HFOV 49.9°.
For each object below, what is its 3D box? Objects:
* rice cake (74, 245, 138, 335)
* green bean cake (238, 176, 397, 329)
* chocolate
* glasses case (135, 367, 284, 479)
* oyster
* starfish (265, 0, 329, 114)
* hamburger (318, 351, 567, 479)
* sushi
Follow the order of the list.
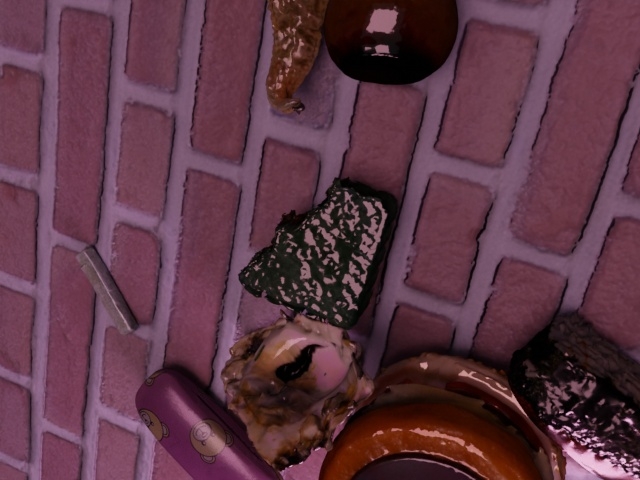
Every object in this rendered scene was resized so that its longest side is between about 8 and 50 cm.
[{"bbox_3d":[-0.376,0.089,1.211,0.033,0.029,0.171,-26,96,30],"label":"rice cake"},{"bbox_3d":[0.000,0.000,0.991,0.193,0.107,0.208,23,112,16],"label":"green bean cake"},{"bbox_3d":[0.089,-0.282,0.851,0.176,0.177,0.177,6,108,20],"label":"chocolate"},{"bbox_3d":[-0.192,0.354,1.192,0.316,0.076,0.123,44,116,4],"label":"glasses case"},{"bbox_3d":[-0.030,0.204,0.996,0.201,0.354,0.107,-48,120,-6],"label":"oyster"},{"bbox_3d":[-0.093,-0.417,0.875,0.323,0.082,0.432,23,108,1],"label":"starfish"},{"bbox_3d":[0.168,0.331,0.945,0.329,0.250,0.330,7,111,18],"label":"hamburger"},{"bbox_3d":[0.361,0.207,0.893,0.225,0.136,0.126,43,121,2],"label":"sushi"}]
